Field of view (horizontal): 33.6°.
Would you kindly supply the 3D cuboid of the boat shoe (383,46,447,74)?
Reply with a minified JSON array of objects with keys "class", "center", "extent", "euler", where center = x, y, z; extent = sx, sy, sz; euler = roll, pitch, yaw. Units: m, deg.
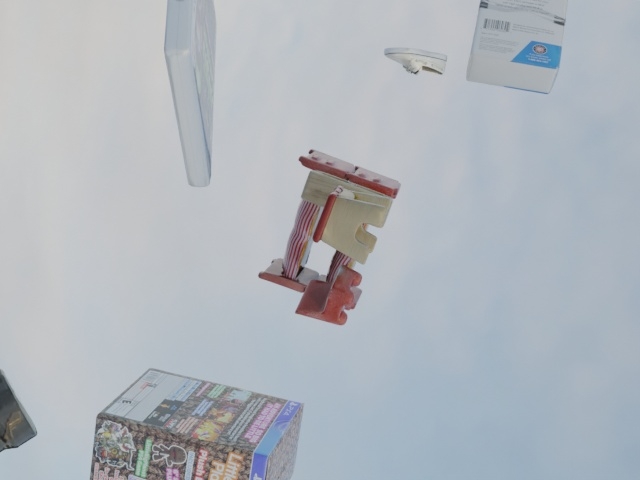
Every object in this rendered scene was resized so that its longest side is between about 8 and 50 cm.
[{"class":"boat shoe","center":[0.137,-0.258,1.538],"extent":[0.035,0.100,0.035],"euler":[5,-90,65]}]

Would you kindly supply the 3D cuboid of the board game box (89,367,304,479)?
[{"class":"board game box","center":[-0.200,0.342,1.761],"extent":[0.232,0.291,0.141],"euler":[-44,144,-72]}]

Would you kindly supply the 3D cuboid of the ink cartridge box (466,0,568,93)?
[{"class":"ink cartridge box","center":[0.320,-0.344,1.710],"extent":[0.082,0.140,0.190],"euler":[90,12,-63]}]

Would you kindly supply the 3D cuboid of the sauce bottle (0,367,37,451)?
[{"class":"sauce bottle","center":[-0.411,0.221,0.897],"extent":[0.111,0.344,0.111],"euler":[52,-20,28]}]

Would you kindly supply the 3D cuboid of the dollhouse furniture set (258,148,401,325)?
[{"class":"dollhouse furniture set","center":[0.000,0.000,1.476],"extent":[0.374,0.152,0.201],"euler":[-48,158,-79]}]

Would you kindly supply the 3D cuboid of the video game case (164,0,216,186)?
[{"class":"video game case","center":[-0.102,-0.164,0.856],"extent":[0.190,0.022,0.173],"euler":[93,-3,-63]}]
